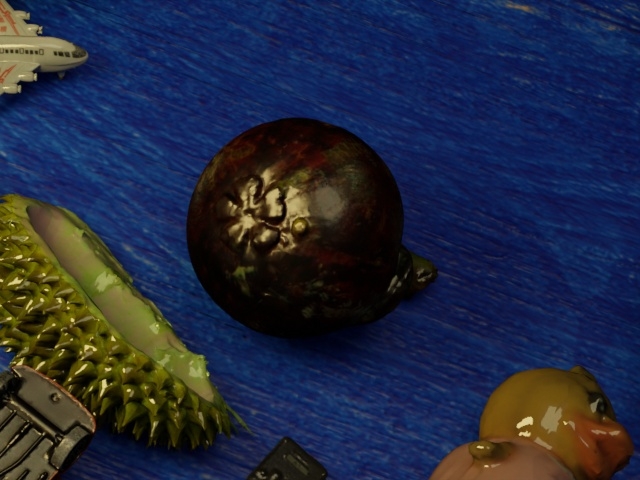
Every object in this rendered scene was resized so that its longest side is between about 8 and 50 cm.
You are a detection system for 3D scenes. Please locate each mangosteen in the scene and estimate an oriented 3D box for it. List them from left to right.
[{"bbox_3d":[0.000,0.000,2.015,0.289,0.231,0.231,26,46,-48],"label":"mangosteen"}]

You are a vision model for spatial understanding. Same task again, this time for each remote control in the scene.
[{"bbox_3d":[-0.086,0.293,1.912,0.063,0.025,0.245,40,60,9],"label":"remote control"}]

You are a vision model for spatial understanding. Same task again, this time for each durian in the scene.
[{"bbox_3d":[-0.220,0.075,1.936,0.169,0.158,0.352,-28,66,-38],"label":"durian"}]

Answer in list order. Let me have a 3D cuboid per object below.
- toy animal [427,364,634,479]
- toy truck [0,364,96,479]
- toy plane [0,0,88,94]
[{"bbox_3d":[0.205,0.234,1.942,0.169,0.195,0.281,15,52,44],"label":"toy animal"},{"bbox_3d":[-0.327,0.241,1.835,0.107,0.114,0.252,36,61,10],"label":"toy truck"},{"bbox_3d":[-0.339,-0.203,2.112,0.171,0.065,0.162,8,59,-11],"label":"toy plane"}]
